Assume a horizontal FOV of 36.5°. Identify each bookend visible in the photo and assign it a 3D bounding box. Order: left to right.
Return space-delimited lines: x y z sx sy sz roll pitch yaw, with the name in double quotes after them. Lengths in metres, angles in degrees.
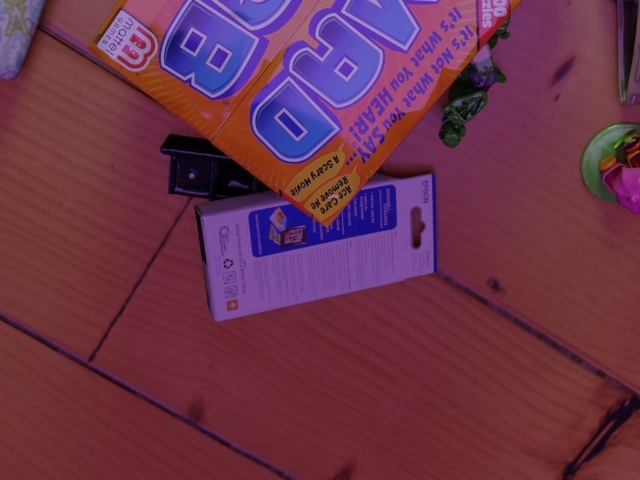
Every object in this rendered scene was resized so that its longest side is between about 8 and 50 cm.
-0.169 -0.072 1.502 0.157 0.072 0.156 8 113 0 "bookend"

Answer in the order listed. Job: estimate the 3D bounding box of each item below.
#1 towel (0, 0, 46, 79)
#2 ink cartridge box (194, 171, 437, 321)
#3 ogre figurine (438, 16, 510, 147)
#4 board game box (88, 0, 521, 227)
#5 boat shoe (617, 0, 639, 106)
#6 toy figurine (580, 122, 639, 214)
-0.551 -0.446 1.362 0.374 0.090 0.321 25 115 -7 "towel"
0.000 0.000 1.489 0.370 0.069 0.176 -11 115 -14 "ink cartridge box"
0.219 -0.238 1.387 0.096 0.118 0.197 1 111 7 "ogre figurine"
-0.013 -0.309 1.240 0.356 0.356 0.356 37 110 -12 "board game box"
0.443 -0.322 1.347 0.089 0.104 0.285 -16 112 7 "boat shoe"
0.478 -0.101 1.408 0.173 0.159 0.130 -35 107 15 "toy figurine"
